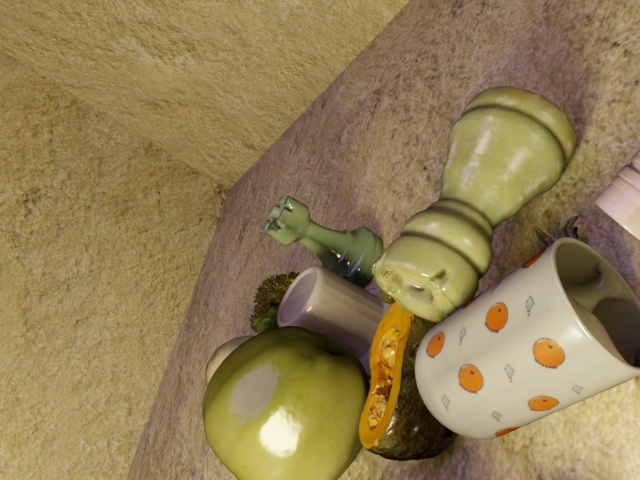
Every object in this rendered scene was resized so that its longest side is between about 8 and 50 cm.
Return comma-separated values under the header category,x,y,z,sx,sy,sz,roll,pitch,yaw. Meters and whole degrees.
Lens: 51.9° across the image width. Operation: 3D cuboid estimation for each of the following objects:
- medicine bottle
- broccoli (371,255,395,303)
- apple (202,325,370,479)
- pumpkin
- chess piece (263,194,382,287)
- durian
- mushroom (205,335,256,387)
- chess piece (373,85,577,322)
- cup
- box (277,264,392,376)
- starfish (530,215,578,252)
category,x,y,z,sx,sy,sz,roll,pitch,yaw
medicine bottle,0.540,-0.111,0.970,0.249,0.133,0.133,-51,22,19
broccoli,0.176,0.085,1.524,0.130,0.120,0.131,-58,-5,22
apple,-0.065,0.355,1.390,0.357,0.357,0.357,-47,24,28
pumpkin,0.183,0.255,1.234,0.222,0.139,0.317,-46,20,48
chess piece,0.000,0.000,1.775,0.194,0.299,0.194,-47,24,29
durian,-0.092,0.185,1.864,0.237,0.200,0.176,-36,41,56
mushroom,-0.187,0.386,1.805,0.260,0.254,0.234,-51,-15,8
chess piece,0.284,-0.066,1.227,0.442,0.234,0.234,-54,18,-24
cup,0.303,0.166,1.006,0.317,0.212,0.212,-42,27,38
box,0.022,0.197,1.591,0.262,0.206,0.291,-51,20,19
starfish,0.399,0.055,1.160,0.176,0.053,0.208,-39,25,42
